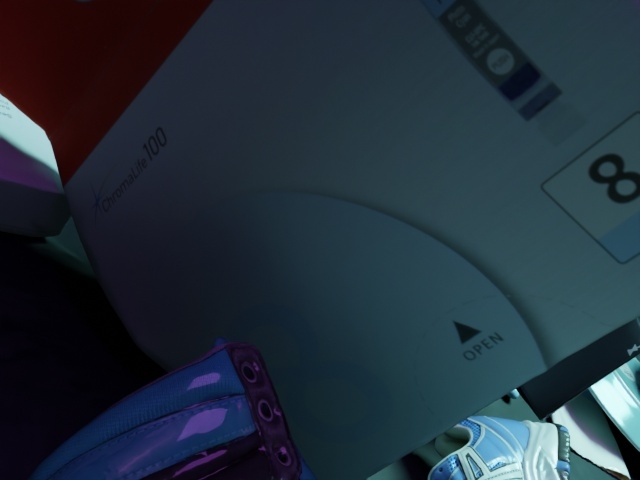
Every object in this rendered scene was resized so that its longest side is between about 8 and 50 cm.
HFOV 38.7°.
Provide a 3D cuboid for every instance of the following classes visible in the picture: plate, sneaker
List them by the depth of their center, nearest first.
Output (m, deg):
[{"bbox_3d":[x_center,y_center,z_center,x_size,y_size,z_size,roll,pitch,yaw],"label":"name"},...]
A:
[{"bbox_3d":[0.000,0.126,0.378,0.296,0.123,0.178,3,46,-31],"label":"sneaker"},{"bbox_3d":[0.094,0.176,0.520,0.081,0.080,0.211,14,26,9],"label":"sneaker"},{"bbox_3d":[0.292,0.143,0.843,0.188,0.024,0.188,39,23,-20],"label":"plate"}]

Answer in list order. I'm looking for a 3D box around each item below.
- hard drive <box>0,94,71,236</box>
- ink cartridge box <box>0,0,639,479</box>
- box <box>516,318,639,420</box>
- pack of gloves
[{"bbox_3d":[-0.280,-0.135,0.563,0.203,0.040,0.307,14,34,-41],"label":"hard drive"},{"bbox_3d":[-0.030,-0.076,0.419,0.385,0.308,0.091,41,37,-11],"label":"ink cartridge box"},{"bbox_3d":[0.106,-0.024,0.633,0.261,0.103,0.184,54,0,-40],"label":"box"},{"bbox_3d":[0.193,0.081,0.823,0.195,0.046,0.232,32,26,-12],"label":"pack of gloves"}]
